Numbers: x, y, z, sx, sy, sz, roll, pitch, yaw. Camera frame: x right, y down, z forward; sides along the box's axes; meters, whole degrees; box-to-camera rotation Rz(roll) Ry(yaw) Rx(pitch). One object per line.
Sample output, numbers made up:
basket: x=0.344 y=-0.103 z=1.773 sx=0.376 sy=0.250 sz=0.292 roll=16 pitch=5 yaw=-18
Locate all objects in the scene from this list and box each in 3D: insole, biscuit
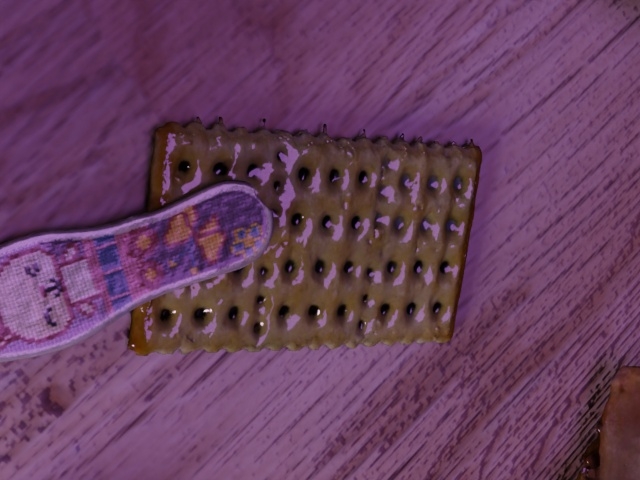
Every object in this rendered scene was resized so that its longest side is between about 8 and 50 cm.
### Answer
insole: x=-0.112 y=0.017 z=0.596 sx=0.197 sy=0.004 sz=0.065 roll=-19 pitch=110 yaw=-22
biscuit: x=0.000 y=0.000 z=0.674 sx=0.232 sy=0.016 sz=0.139 roll=2 pitch=101 yaw=-33

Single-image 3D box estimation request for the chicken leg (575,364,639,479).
chicken leg: x=0.173 y=0.274 z=0.748 sx=0.295 sy=0.182 sz=0.409 roll=32 pitch=73 yaw=-47
